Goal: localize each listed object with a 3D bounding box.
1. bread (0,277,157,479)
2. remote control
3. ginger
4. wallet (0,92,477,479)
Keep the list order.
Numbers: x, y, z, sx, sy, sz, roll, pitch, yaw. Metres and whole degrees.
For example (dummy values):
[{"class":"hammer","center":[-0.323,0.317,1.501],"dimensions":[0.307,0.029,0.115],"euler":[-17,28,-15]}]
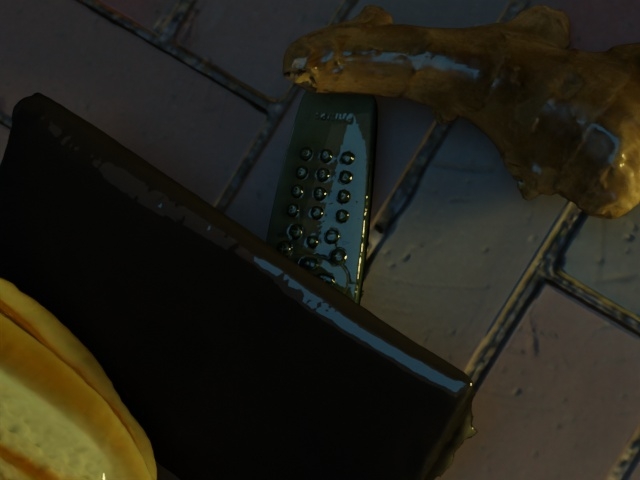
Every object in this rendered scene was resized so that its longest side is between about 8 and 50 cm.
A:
[{"class":"bread","center":[-0.283,0.169,0.835],"dimensions":[0.300,0.210,0.341],"euler":[38,116,-7]},{"class":"remote control","center":[0.000,0.000,0.880],"dimensions":[0.072,0.042,0.222],"euler":[8,85,17]},{"class":"ginger","center":[0.142,-0.097,0.835],"dimensions":[0.333,0.081,0.148],"euler":[13,85,13]},{"class":"wallet","center":[-0.083,0.070,0.853],"dimensions":[0.377,0.051,0.197],"euler":[33,119,17]}]
